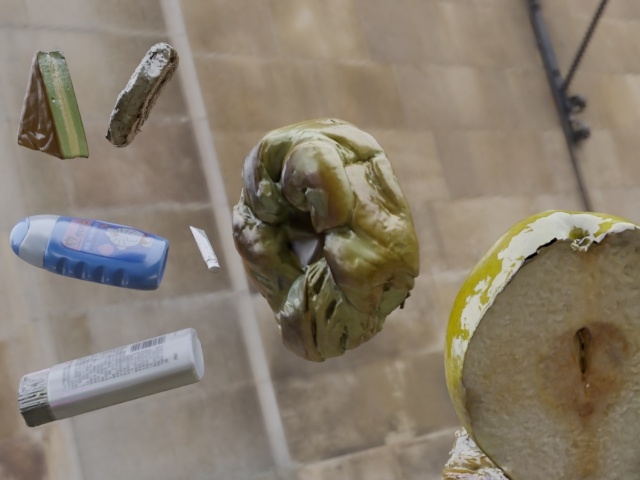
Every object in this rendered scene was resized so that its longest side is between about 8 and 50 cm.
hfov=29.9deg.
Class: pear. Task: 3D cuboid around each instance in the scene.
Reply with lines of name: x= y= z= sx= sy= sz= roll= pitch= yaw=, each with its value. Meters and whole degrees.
pear: x=0.315 y=0.133 z=1.561 sx=0.341 sy=0.386 sz=0.191 roll=-6 pitch=23 yaw=-12

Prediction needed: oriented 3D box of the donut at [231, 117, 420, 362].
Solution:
donut: x=0.000 y=0.000 z=1.800 sx=0.170 sy=0.360 sz=0.360 roll=-16 pitch=-7 yaw=-32

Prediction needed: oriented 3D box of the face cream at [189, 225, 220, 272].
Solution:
face cream: x=-0.219 y=0.015 z=2.285 sx=0.038 sy=0.115 sz=0.020 roll=20 pitch=-57 yaw=-45

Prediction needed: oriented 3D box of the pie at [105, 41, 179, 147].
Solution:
pie: x=-0.275 y=-0.221 z=1.835 sx=0.046 sy=0.195 sz=0.195 roll=31 pitch=-18 yaw=-4

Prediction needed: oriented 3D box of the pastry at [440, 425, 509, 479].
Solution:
pastry: x=0.346 y=0.406 z=2.095 sx=0.310 sy=0.255 sz=0.161 roll=-65 pitch=-1 yaw=-52

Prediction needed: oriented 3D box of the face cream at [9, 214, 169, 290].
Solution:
face cream: x=-0.395 y=0.015 z=2.037 sx=0.264 sy=0.083 sz=0.149 roll=11 pitch=29 yaw=-2

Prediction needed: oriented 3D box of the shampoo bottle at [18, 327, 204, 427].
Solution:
shampoo bottle: x=-0.262 y=0.172 z=1.503 sx=0.228 sy=0.055 sz=0.086 roll=-16 pitch=30 yaw=2

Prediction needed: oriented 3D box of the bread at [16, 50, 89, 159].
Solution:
bread: x=-0.366 y=-0.192 z=1.690 sx=0.084 sy=0.139 sz=0.074 roll=19 pitch=12 yaw=21
